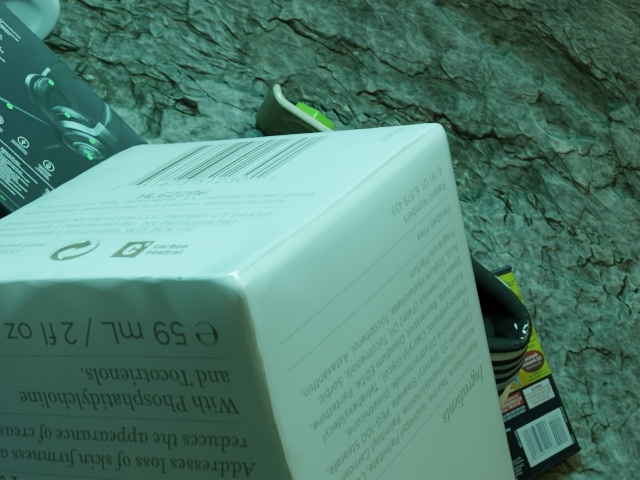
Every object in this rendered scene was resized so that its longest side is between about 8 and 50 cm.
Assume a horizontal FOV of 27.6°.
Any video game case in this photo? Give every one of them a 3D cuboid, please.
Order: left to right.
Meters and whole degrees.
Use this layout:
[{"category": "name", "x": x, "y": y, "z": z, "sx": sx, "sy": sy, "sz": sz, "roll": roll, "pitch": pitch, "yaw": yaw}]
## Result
[{"category": "video game case", "x": 0.183, "y": 0.175, "z": 1.539, "sx": 0.275, "sy": 0.035, "sz": 0.248, "roll": -16, "pitch": 84, "yaw": -47}]

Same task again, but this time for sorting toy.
[{"category": "sorting toy", "x": 0.013, "y": -0.119, "z": 1.671, "sx": 0.208, "sy": 0.193, "sz": 0.038, "roll": 37, "pitch": 80, "yaw": -5}]

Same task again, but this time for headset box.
[{"category": "headset box", "x": -0.333, "y": -0.096, "z": 1.311, "sx": 0.246, "sy": 0.131, "sz": 0.283, "roll": 44, "pitch": 29, "yaw": -16}]

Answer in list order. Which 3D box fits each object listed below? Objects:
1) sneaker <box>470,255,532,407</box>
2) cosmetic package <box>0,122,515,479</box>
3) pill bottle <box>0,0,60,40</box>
[{"category": "sneaker", "x": -0.005, "y": 0.045, "z": 1.280, "sx": 0.448, "sy": 0.257, "sz": 0.169, "roll": 12, "pitch": 63, "yaw": 0}, {"category": "cosmetic package", "x": -0.067, "y": 0.145, "z": 1.054, "sx": 0.327, "sy": 0.329, "sz": 0.393, "roll": -39, "pitch": 120, "yaw": -53}, {"category": "pill bottle", "x": -0.400, "y": -0.344, "z": 1.597, "sx": 0.121, "sy": 0.121, "sz": 0.216, "roll": 5, "pitch": 48, "yaw": -36}]
